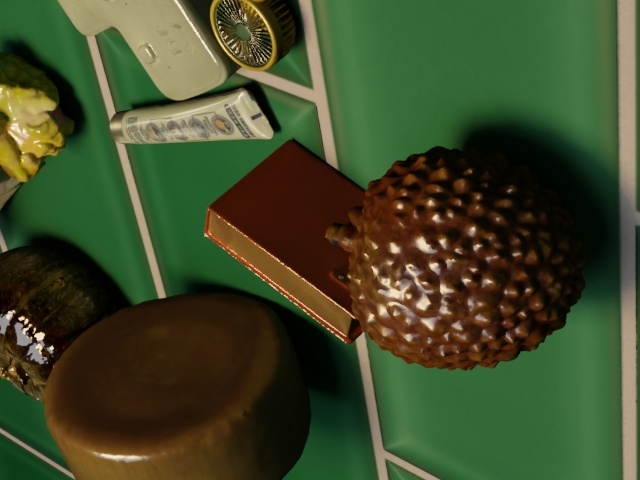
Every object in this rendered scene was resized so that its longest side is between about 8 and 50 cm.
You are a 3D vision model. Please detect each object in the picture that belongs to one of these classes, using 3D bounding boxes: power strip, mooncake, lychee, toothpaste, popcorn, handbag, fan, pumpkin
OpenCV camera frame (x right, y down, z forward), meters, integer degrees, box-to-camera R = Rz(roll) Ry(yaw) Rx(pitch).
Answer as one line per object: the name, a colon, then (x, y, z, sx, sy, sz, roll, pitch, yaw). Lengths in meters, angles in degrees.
power strip: (-0.193, -0.256, 1.495, 0.193, 0.059, 0.265, -12, 115, 54)
mooncake: (-0.154, 0.191, 1.715, 0.284, 0.284, 0.155, 18, 135, 39)
lychee: (0.108, 0.016, 1.305, 0.238, 0.200, 0.200, 13, 135, 26)
toothpaste: (-0.138, -0.124, 1.590, 0.239, 0.039, 0.062, 0, 128, 48)
popcorn: (-0.357, -0.145, 1.764, 0.145, 0.126, 0.126, 42, 177, -19)
handbag: (0.000, 0.000, 1.472, 0.190, 0.127, 0.063, 35, 145, 18)
fan: (-0.056, -0.223, 1.384, 0.082, 0.039, 0.155, 35, 144, 21)
pumpkin: (-0.363, 0.117, 2.004, 0.238, 0.159, 0.238, 27, 144, 22)

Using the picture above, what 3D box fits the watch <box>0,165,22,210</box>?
watch: (-0.472, -0.056, 1.905, 0.162, 0.253, 0.241, 46, 107, 1)
